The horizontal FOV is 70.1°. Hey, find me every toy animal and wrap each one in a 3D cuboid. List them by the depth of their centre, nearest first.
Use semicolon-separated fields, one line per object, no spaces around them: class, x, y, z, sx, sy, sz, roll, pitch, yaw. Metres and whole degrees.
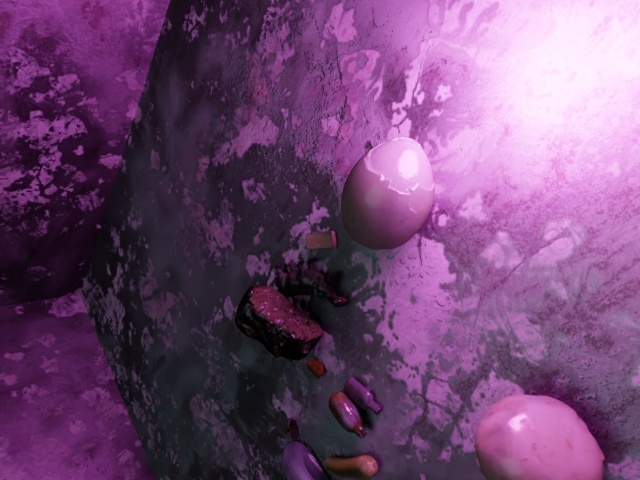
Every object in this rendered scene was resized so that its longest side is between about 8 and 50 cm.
toy animal;-0.043;0.159;1.796;0.343;0.106;0.169;8;99;40

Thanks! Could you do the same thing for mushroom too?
mushroom;0.531;0.570;1.185;0.314;0.314;0.336;52;150;26

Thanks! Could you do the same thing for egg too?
egg;0.210;-0.148;1.394;0.278;0.278;0.336;38;124;34

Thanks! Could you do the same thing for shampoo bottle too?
shampoo bottle;0.157;0.583;1.693;0.165;0.040;0.080;32;116;38

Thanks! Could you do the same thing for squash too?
squash;0.121;0.862;1.738;0.250;0.083;0.083;-27;76;45

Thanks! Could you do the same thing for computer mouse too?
computer mouse;-0.054;1.018;1.896;0.371;0.121;0.188;41;122;29

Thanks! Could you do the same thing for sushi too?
sushi;-0.166;0.323;1.802;0.350;0.211;0.171;35;125;1
sushi;-0.123;0.818;1.996;0.046;0.044;0.083;179;88;-65

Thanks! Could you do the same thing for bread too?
bread;0.000;0.000;1.787;0.153;0.028;0.068;-6;90;45

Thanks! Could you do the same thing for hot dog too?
hot dog;-0.019;0.522;1.858;0.083;0.035;0.058;36;118;35

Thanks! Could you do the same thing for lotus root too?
lotus root;0.103;0.656;1.709;0.192;0.088;0.113;48;164;30
